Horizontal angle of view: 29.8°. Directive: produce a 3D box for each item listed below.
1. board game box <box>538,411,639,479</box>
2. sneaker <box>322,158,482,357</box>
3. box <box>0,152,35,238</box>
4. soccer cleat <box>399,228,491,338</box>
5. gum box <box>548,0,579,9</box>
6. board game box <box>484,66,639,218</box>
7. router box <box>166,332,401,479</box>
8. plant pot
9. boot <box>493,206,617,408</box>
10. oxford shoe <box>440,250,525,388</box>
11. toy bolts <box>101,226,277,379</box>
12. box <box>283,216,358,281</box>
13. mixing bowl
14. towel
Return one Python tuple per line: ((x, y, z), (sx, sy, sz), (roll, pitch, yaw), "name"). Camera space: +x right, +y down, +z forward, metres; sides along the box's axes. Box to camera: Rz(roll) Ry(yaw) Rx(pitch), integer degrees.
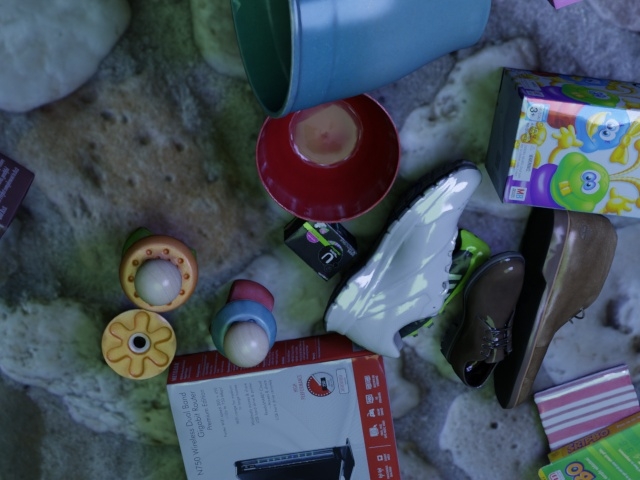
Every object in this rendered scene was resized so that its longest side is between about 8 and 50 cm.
((0.452, 0.318, 1.734), (0.259, 0.039, 0.124), (-28, 108, 7), "board game box")
((0.126, 0.024, 1.577), (0.129, 0.111, 0.297), (34, 110, -2), "sneaker")
((-0.530, 0.059, 1.542), (0.143, 0.191, 0.381), (30, 110, -14), "box")
((0.156, 0.059, 1.638), (0.072, 0.060, 0.179), (43, 102, -4), "soccer cleat")
((0.345, -0.363, 1.454), (0.188, 0.062, 0.107), (-19, 112, 6), "gum box")
((0.364, -0.120, 1.515), (0.275, 0.144, 0.142), (6, 112, -5), "board game box")
((-0.040, 0.308, 1.720), (0.301, 0.082, 0.336), (-9, 113, 2), "router box")
((0.047, -0.292, 1.378), (0.255, 0.272, 0.272), (-10, 114, -16), "plant pot")
((0.318, 0.099, 1.635), (0.115, 0.112, 0.305), (9, 111, -17), "boot")
((0.233, 0.110, 1.602), (0.082, 0.096, 0.227), (-6, 134, -19), "oxford shoe")
((-0.174, 0.117, 1.577), (0.228, 0.158, 0.218), (21, 100, -12), "toy bolts")
((0.000, 0.000, 1.606), (0.062, 0.052, 0.083), (-43, 109, 15), "box")
((0.008, -0.124, 1.527), (0.181, 0.098, 0.182), (-1, 114, -2), "mixing bowl")
((0.403, 0.282, 1.754), (0.144, 0.029, 0.197), (-19, 110, 6), "towel")
